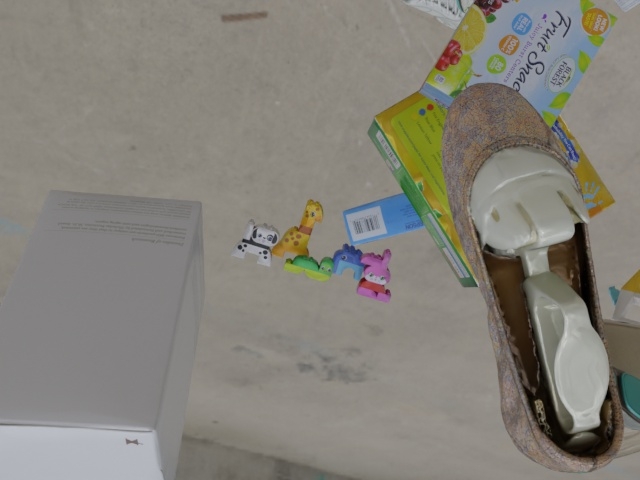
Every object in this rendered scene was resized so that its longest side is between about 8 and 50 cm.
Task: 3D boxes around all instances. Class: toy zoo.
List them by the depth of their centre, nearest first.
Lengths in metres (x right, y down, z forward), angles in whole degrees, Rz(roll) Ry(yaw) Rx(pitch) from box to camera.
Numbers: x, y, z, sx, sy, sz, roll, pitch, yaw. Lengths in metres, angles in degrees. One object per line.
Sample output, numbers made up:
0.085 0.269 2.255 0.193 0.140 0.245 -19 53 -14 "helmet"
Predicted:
0.792 0.149 1.586 0.293 0.192 0.030 18 144 40 "toy zoo"

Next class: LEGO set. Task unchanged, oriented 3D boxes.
0.000 0.000 0.998 0.227 0.087 0.093 17 105 -4 "LEGO set"

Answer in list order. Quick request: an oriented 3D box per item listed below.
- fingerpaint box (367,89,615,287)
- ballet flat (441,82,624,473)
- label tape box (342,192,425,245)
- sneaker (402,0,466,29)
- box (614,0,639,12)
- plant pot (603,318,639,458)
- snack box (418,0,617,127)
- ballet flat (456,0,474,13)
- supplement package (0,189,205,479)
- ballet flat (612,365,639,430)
0.383 -0.172 1.635 0.371 0.444 0.163 -32 178 -4 "fingerpaint box"
0.170 0.023 0.538 0.108 0.315 0.106 -15 179 -1 "ballet flat"
0.263 -0.085 2.063 0.249 0.115 0.348 -16 178 34 "label tape box"
0.229 -0.475 1.375 0.292 0.118 0.110 30 122 15 "sneaker"
0.572 -0.513 1.295 0.137 0.072 0.126 42 153 -11 "box"
0.542 0.250 1.217 0.274 0.256 0.256 -1 151 -7 "plant pot"
0.261 -0.246 0.945 0.175 0.207 0.070 32 180 0 "snack box"
0.302 -0.410 1.193 0.077 0.091 0.241 -9 -167 33 "ballet flat"
-0.228 0.111 0.749 0.176 0.292 0.177 4 135 -4 "supplement package"
0.378 0.202 0.945 0.213 0.072 0.068 33 137 -17 "ballet flat"
